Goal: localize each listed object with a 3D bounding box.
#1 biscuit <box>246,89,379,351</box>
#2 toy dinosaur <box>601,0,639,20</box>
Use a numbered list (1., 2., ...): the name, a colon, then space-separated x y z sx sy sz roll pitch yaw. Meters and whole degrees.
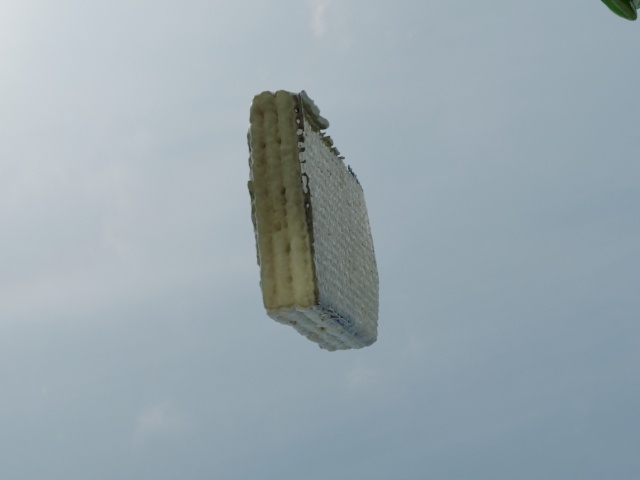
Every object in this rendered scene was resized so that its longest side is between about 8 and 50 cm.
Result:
1. biscuit: 0.000 0.000 0.766 0.052 0.252 0.150 -9 -104 12
2. toy dinosaur: 0.192 -0.212 0.545 0.194 0.177 0.152 4 -131 -45
